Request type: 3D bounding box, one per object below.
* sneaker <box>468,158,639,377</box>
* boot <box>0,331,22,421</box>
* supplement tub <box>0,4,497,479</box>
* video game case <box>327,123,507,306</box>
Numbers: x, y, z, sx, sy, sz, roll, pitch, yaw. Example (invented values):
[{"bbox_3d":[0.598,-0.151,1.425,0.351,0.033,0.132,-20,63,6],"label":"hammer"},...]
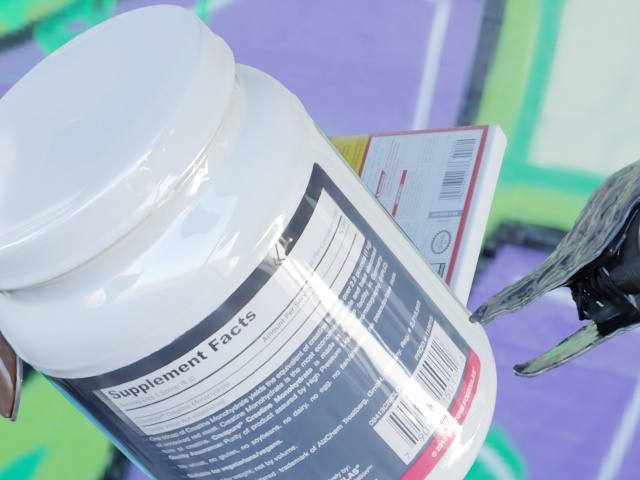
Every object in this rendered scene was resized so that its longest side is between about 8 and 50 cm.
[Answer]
[{"bbox_3d":[0.132,-0.020,0.628,0.051,0.170,0.089,50,-25,-7],"label":"sneaker"},{"bbox_3d":[-0.239,0.062,1.093,0.114,0.106,0.037,-5,-8,-19],"label":"boot"},{"bbox_3d":[-0.049,0.031,0.956,0.272,0.191,0.191,49,-14,-31],"label":"supplement tub"},{"bbox_3d":[0.000,0.000,1.495,0.285,0.204,0.025,-2,-35,30],"label":"video game case"}]
